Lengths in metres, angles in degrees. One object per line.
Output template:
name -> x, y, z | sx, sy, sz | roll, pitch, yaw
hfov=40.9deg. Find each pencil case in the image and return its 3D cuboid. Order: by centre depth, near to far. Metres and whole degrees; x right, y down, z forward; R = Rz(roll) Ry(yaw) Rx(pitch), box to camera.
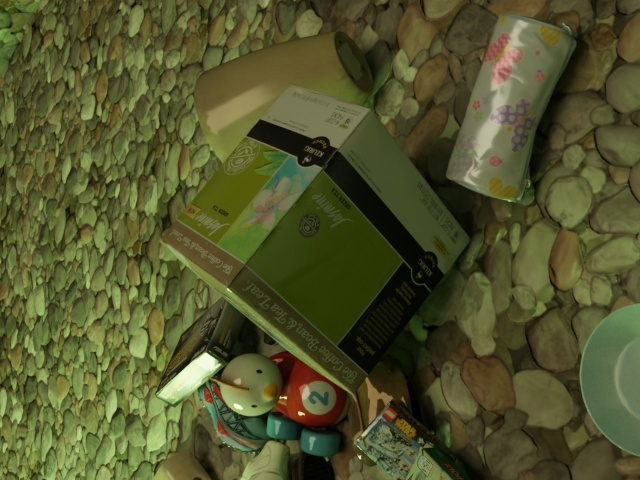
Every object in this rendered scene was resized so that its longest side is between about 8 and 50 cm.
pencil case -> 0.279, -0.194, 1.264 | 0.124, 0.114, 0.273 | 25, 104, 39

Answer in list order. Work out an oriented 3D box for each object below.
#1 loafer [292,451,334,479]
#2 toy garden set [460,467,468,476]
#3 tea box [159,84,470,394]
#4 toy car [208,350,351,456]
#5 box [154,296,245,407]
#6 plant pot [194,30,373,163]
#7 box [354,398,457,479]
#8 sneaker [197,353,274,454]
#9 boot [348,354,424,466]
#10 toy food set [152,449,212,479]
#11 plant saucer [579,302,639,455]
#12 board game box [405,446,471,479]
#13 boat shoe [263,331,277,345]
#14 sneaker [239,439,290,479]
loafer -> -0.021, 0.493, 1.553 | 0.078, 0.080, 0.219 | -25, 66, 46
toy garden set -> 0.191, 0.509, 1.316 | 0.204, 0.049, 0.244 | -48, 50, 35
tea box -> 0.000, 0.000, 1.323 | 0.323, 0.329, 0.220 | -51, 40, -10
toy car -> -0.086, 0.264, 1.543 | 0.210, 0.238, 0.219 | 8, 91, 51
box -> -0.250, 0.228, 1.823 | 0.231, 0.056, 0.183 | -41, 21, 40
plant pot -> -0.049, -0.267, 1.598 | 0.274, 0.257, 0.256 | -26, 64, 28
box -> 0.135, 0.332, 1.360 | 0.137, 0.027, 0.094 | 41, 107, 8
sneaker -> -0.168, 0.324, 1.742 | 0.262, 0.104, 0.125 | 44, 116, 44
boot -> 0.096, 0.217, 1.457 | 0.115, 0.112, 0.305 | -24, 69, 25
toy food set -> -0.302, 0.643, 1.885 | 0.220, 0.092, 0.306 | 45, 120, 31
plant saucer -> 0.424, 0.177, 1.091 | 0.195, 0.038, 0.194 | -11, 75, 49
board game box -> 0.164, 0.502, 1.280 | 0.213, 0.046, 0.317 | 41, 114, 46
boat shoe -> -0.089, 0.153, 1.720 | 0.049, 0.042, 0.133 | 46, 121, 42
sneaker -> -0.116, 0.485, 1.649 | 0.292, 0.110, 0.118 | 120, 164, -48
